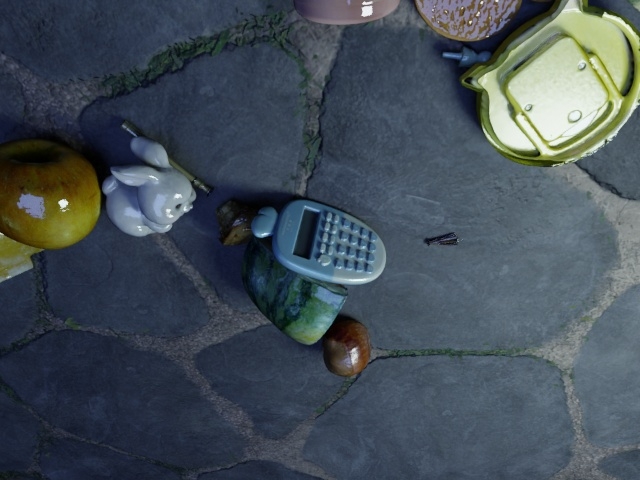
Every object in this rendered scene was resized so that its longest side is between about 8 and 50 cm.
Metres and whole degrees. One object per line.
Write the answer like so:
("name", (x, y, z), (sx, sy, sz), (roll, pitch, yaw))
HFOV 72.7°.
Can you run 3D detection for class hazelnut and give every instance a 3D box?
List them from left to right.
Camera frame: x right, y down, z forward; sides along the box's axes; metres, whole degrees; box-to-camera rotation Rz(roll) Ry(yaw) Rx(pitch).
("hazelnut", (0.075, 0.288, 1.164), (0.143, 0.143, 0.154), (-1, 107, 6))

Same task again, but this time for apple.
("apple", (-0.584, -0.091, 0.913), (0.237, 0.236, 0.207), (16, 126, -6))

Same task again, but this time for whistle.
("whistle", (0.270, -0.330, 0.789), (0.100, 0.035, 0.035), (9, 124, 0))

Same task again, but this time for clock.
("clock", (0.423, -0.275, 0.789), (0.277, 0.071, 0.293), (-32, 117, 23))

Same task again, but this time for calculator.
("calculator", (0.000, 0.000, 0.944), (0.303, 0.188, 0.042), (17, 144, -6))

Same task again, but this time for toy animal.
("toy animal", (-0.372, -0.101, 0.927), (0.178, 0.127, 0.193), (42, 133, -19))

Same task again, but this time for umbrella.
("umbrella", (0.291, 0.002, 1.018), (0.083, 0.020, 0.031), (-4, 122, 14))

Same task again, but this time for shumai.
("shumai", (-0.175, -0.044, 0.992), (0.123, 0.139, 0.105), (-11, 92, -21))

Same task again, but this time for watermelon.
("watermelon", (-0.053, 0.098, 1.032), (0.262, 0.201, 0.212), (35, 126, 14))

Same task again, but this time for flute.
("flute", (-0.333, -0.177, 0.950), (0.233, 0.027, 0.027), (39, 118, -20))

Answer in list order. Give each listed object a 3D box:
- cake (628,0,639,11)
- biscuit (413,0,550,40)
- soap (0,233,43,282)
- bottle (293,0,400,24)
("cake", (0.540, -0.370, 0.605), (0.158, 0.283, 0.172), (29, 138, -13))
("biscuit", (0.292, -0.450, 0.703), (0.289, 0.044, 0.202), (-24, 119, 18))
("soap", (-0.819, -0.053, 1.068), (0.339, 0.304, 0.169), (30, 139, 33))
("bottle", (0.042, -0.489, 0.611), (0.173, 0.206, 0.296), (26, 143, 29))
